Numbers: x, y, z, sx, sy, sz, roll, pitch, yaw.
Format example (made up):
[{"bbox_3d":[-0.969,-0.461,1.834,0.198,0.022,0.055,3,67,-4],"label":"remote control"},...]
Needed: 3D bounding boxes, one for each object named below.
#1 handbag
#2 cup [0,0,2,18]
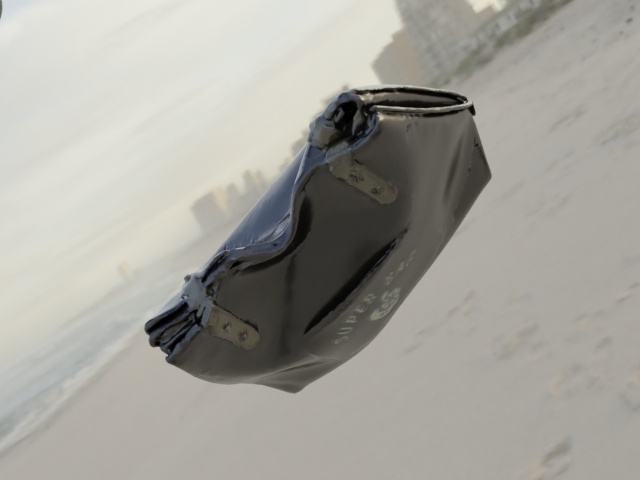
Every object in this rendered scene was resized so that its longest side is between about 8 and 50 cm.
[{"bbox_3d":[0.000,0.000,0.884,0.342,0.152,0.288,-50,-16,11],"label":"handbag"},{"bbox_3d":[-0.322,-0.193,0.758,0.129,0.095,0.128,27,44,30],"label":"cup"}]
